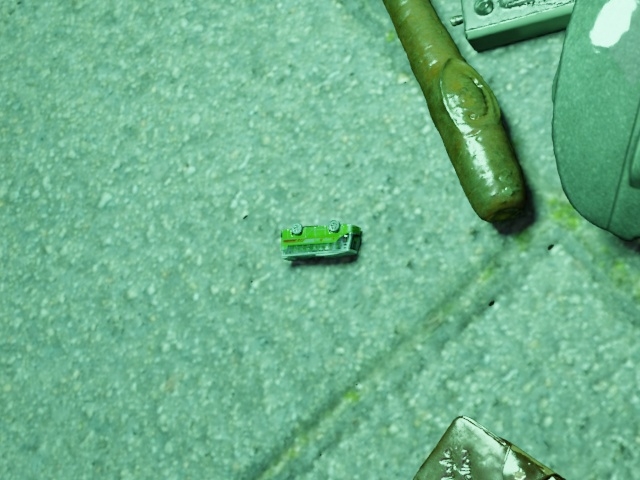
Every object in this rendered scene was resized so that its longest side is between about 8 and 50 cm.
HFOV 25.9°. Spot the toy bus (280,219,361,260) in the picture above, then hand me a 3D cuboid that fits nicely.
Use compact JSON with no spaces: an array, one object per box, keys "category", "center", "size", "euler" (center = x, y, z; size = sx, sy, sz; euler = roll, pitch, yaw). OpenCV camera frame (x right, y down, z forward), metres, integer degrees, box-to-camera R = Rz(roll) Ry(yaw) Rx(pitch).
[{"category":"toy bus","center":[0.000,0.000,1.449],"size":[0.083,0.031,0.037],"euler":[-4,80,25]}]

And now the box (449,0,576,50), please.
[{"category":"box","center":[0.221,-0.342,1.440],"size":[0.210,0.045,0.270],"euler":[-11,70,21]}]

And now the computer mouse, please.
[{"category":"computer mouse","center":[0.327,-0.185,1.279],"size":[0.203,0.114,0.374],"euler":[13,81,8]}]

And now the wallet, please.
[{"category":"wallet","center":[0.173,0.241,1.295],"size":[0.176,0.026,0.095],"euler":[34,88,29]}]

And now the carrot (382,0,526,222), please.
[{"category":"carrot","center":[0.126,-0.169,1.422],"size":[0.070,0.070,0.342],"euler":[-29,63,15]}]
